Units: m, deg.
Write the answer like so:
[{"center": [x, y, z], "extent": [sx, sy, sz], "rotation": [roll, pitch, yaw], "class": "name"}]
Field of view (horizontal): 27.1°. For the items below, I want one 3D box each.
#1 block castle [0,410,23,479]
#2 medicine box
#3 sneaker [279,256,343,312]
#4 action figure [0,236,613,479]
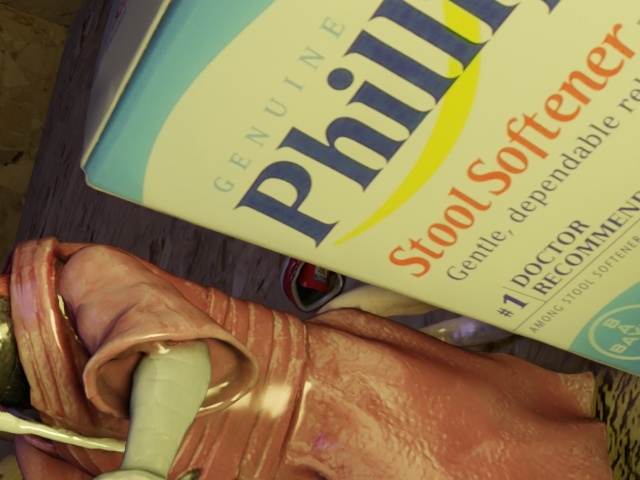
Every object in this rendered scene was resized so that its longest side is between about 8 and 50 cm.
[{"center": [-0.303, 0.325, 1.126], "extent": [0.303, 0.213, 0.453], "rotation": [41, -118, -67], "class": "block castle"}, {"center": [0.090, -0.102, 0.520], "extent": [0.263, 0.289, 0.149], "rotation": [-51, 28, 45], "class": "medicine box"}, {"center": [0.000, 0.000, 1.044], "extent": [0.067, 0.042, 0.118], "rotation": [-122, 46, -70], "class": "sneaker"}, {"center": [-0.032, 0.063, 0.583], "extent": [0.248, 0.370, 0.275], "rotation": [-41, 32, 52], "class": "action figure"}]
